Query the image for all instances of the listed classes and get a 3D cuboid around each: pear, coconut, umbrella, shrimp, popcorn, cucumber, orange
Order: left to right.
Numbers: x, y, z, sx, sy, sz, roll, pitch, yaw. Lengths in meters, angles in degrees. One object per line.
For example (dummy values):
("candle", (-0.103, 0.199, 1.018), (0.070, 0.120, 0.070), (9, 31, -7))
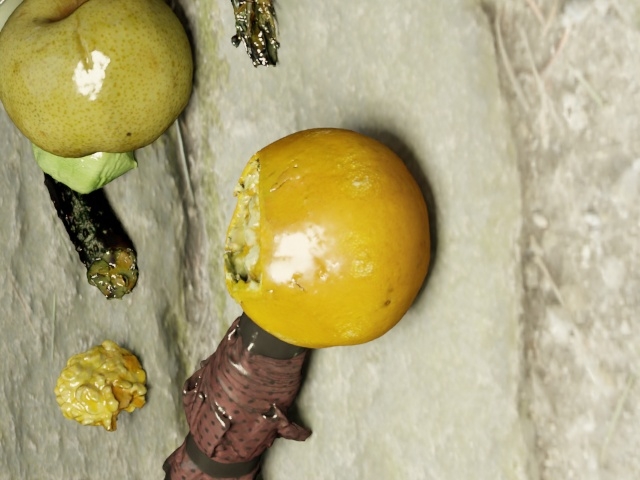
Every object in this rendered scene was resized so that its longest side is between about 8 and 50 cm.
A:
("cucumber", (-0.211, -0.024, 1.748), (0.181, 0.053, 0.053), (61, 143, 37))
("coconut", (-0.203, -0.085, 1.688), (0.088, 0.096, 0.088), (-158, 90, -78))
("pear", (-0.182, -0.139, 1.573), (0.167, 0.167, 0.136), (27, 135, 54))
("popcorn", (-0.194, 0.131, 1.709), (0.057, 0.082, 0.083), (-61, 40, 47))
("umbrella", (-0.068, 0.139, 1.498), (0.094, 0.090, 0.326), (61, 143, 38))
("shrimp", (-0.048, -0.210, 1.448), (0.091, 0.034, 0.161), (-10, 86, 58))
("orange", (0.000, 0.000, 1.315), (0.155, 0.134, 0.154), (14, 108, 50))

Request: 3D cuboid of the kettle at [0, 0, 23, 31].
("kettle", (-0.395, -0.317, 1.576), (0.250, 0.377, 0.361), (-45, 30, 15))
